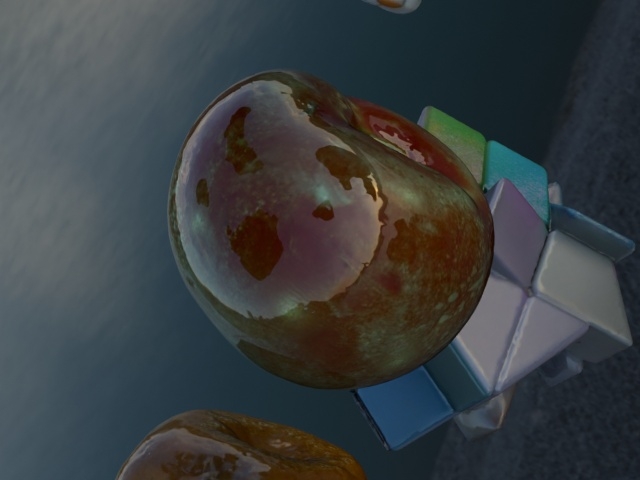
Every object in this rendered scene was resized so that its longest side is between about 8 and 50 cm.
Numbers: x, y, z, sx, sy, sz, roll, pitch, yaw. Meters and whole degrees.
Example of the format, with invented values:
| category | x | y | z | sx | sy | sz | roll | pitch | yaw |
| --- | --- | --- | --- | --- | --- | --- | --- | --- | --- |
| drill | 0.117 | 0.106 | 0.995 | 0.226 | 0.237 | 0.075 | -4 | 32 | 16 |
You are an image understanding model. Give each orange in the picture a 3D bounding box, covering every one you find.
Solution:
| category | x | y | z | sx | sy | sz | roll | pitch | yaw |
| --- | --- | --- | --- | --- | --- | --- | --- | --- | --- |
| orange | -0.080 | 0.267 | 0.973 | 0.249 | 0.249 | 0.183 | 20 | 97 | 59 |

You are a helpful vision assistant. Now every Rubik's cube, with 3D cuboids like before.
| category | x | y | z | sx | sy | sz | roll | pitch | yaw |
| --- | --- | --- | --- | --- | --- | --- | --- | --- | --- |
| Rubik's cube | 0.163 | 0.040 | 1.300 | 0.387 | 0.368 | 0.358 | 58 | 153 | 9 |

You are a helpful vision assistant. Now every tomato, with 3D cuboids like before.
| category | x | y | z | sx | sy | sz | roll | pitch | yaw |
| --- | --- | --- | --- | --- | --- | --- | --- | --- | --- |
| tomato | 0.000 | 0.000 | 0.857 | 0.222 | 0.270 | 0.270 | -59 | 30 | 17 |

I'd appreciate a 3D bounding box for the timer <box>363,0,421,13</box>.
| category | x | y | z | sx | sy | sz | roll | pitch | yaw |
| --- | --- | --- | --- | --- | --- | --- | --- | --- | --- |
| timer | 0.071 | -0.193 | 0.628 | 0.175 | 0.175 | 0.255 | -41 | 44 | 33 |
